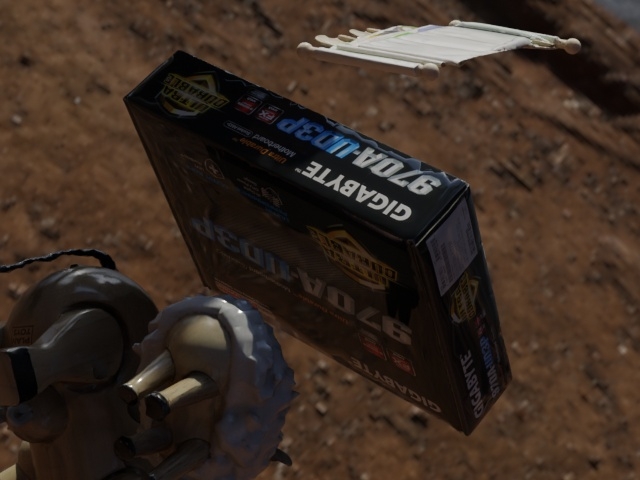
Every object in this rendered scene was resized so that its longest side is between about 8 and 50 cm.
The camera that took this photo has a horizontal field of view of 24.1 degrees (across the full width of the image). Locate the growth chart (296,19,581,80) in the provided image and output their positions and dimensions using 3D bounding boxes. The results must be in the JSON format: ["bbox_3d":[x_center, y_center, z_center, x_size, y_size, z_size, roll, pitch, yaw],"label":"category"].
[{"bbox_3d":[0.108,-0.183,1.405,0.172,0.021,0.237,18,24,41],"label":"growth chart"}]

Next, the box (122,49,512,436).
[{"bbox_3d":[0.000,0.000,0.860,0.220,0.175,0.051,28,62,33],"label":"box"}]

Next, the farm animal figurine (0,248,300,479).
[{"bbox_3d":[-0.139,0.157,0.908,0.330,0.327,0.172,13,22,35],"label":"farm animal figurine"}]
